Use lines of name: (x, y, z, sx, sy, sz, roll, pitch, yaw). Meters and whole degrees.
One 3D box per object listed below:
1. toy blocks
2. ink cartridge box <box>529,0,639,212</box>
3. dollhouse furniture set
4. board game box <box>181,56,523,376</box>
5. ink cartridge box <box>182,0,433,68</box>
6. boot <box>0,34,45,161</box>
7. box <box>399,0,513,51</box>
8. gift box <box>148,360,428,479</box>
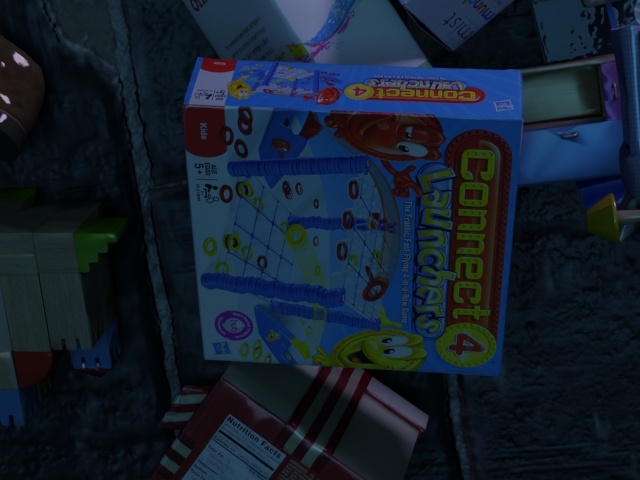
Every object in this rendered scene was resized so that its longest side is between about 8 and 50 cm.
toy blocks: (-0.387, 0.093, 1.560, 0.381, 0.191, 0.261, -1, 113, 10)
ink cartridge box: (0.325, -0.185, 1.429, 0.165, 0.065, 0.332, -15, 99, 11)
dollhouse furniture set: (0.230, -0.146, 1.263, 0.198, 0.303, 0.286, -7, 99, 10)
board game box: (0.032, -0.016, 1.288, 0.302, 0.086, 0.308, 3, 127, 6)
ink cartridge box: (-0.009, -0.200, 1.396, 0.117, 0.201, 0.278, -35, 95, -21)
boot: (-0.454, -0.210, 1.503, 0.305, 0.112, 0.115, 30, 61, -15)
box: (0.132, -0.365, 1.334, 0.231, 0.127, 0.262, -38, 59, 14)
gift box: (-0.062, 0.253, 1.479, 0.255, 0.258, 0.276, 40, 110, 0)
